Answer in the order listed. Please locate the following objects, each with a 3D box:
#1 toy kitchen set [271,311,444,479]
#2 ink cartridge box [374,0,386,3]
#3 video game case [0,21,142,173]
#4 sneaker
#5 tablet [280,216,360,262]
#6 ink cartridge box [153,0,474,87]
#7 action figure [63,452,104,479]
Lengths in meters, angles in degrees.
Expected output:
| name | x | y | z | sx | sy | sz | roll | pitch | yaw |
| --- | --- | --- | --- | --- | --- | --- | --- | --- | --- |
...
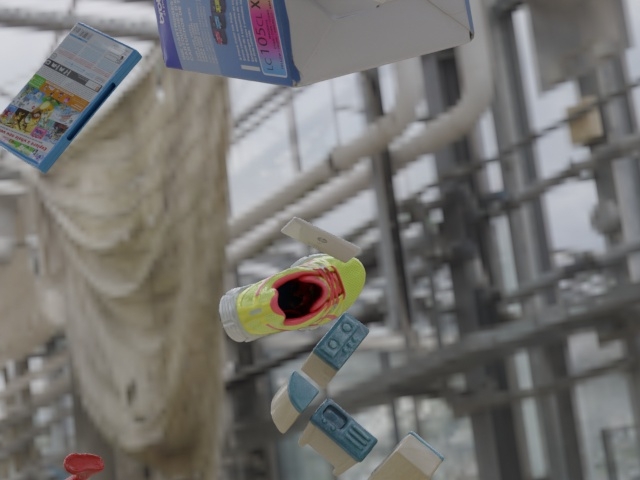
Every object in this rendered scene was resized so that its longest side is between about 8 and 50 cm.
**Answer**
| name | x | y | z | sx | sy | sz | roll | pitch | yaw |
| --- | --- | --- | --- | --- | --- | --- | --- | --- | --- |
| toy kitchen set | 0.068 | 0.201 | 2.211 | 0.166 | 0.207 | 0.122 | -48 | -3 | -41 |
| ink cartridge box | 0.067 | -0.408 | 1.911 | 0.211 | 0.121 | 0.289 | 15 | -41 | -36 |
| video game case | -0.281 | -0.157 | 1.953 | 0.119 | 0.166 | 0.015 | 29 | -14 | 44 |
| sneaker | -0.011 | 0.062 | 2.008 | 0.208 | 0.081 | 0.094 | -23 | 3 | -44 |
| tablet | 0.000 | 0.000 | 1.995 | 0.083 | 0.006 | 0.054 | 25 | -23 | -10 |
| ink cartridge box | -0.036 | -0.302 | 2.260 | 0.270 | 0.151 | 0.395 | -17 | 16 | -28 |
| action figure | -0.319 | 0.287 | 1.595 | 0.280 | 0.091 | 0.139 | -35 | -19 | 29 |
